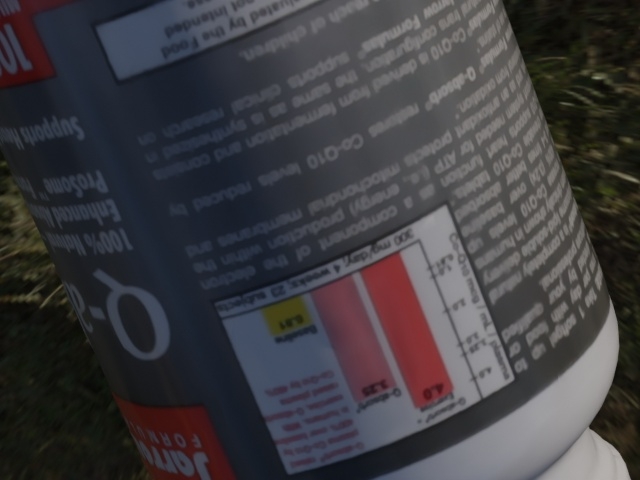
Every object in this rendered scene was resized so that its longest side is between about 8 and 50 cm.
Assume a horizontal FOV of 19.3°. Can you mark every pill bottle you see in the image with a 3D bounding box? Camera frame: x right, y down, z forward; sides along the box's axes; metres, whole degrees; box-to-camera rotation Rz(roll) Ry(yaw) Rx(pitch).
[{"bbox_3d":[0.000,0.000,0.774,0.210,0.210,0.363,-22,105,2],"label":"pill bottle"}]
